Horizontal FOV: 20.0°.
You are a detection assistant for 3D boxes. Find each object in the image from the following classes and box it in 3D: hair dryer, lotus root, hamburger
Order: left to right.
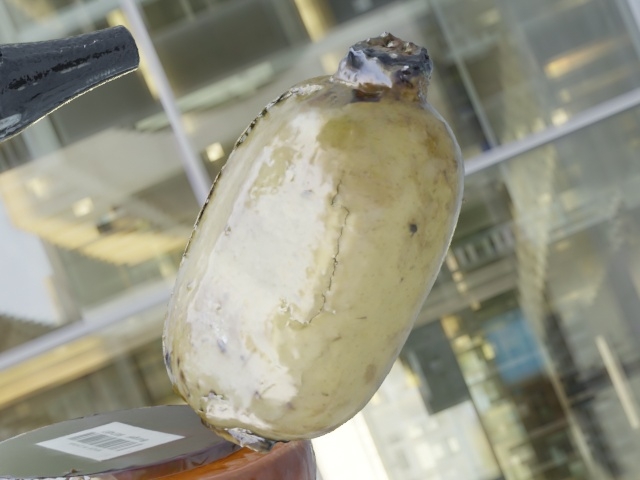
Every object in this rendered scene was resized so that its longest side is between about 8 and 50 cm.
[{"bbox_3d":[-0.270,-0.209,1.600,0.091,0.235,0.271,49,150,36],"label":"hair dryer"},{"bbox_3d":[-0.142,0.277,1.443,0.330,0.330,0.250,-79,-18,-82],"label":"hamburger"},{"bbox_3d":[0.000,0.000,1.185,0.146,0.160,0.284,-10,-58,-77],"label":"lotus root"}]
